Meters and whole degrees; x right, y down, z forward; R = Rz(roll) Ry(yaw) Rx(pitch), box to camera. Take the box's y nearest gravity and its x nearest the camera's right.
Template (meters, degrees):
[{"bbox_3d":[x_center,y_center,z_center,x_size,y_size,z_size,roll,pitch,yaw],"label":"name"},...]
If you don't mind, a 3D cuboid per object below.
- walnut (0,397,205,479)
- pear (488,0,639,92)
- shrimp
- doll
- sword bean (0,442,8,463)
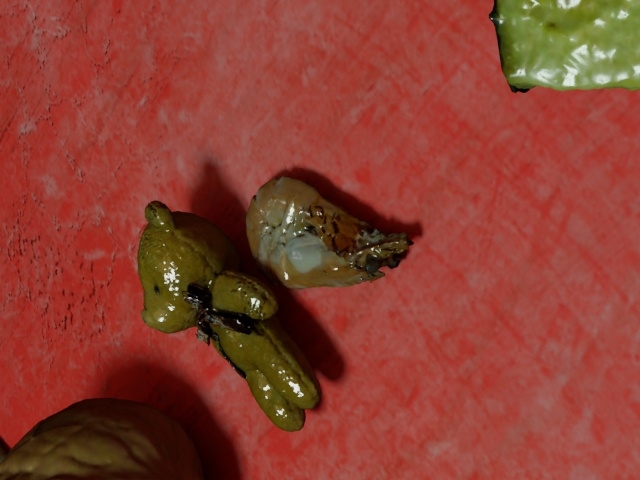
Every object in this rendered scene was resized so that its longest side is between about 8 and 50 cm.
[{"bbox_3d":[-0.191,0.249,1.484,0.228,0.228,0.228,23,123,41],"label":"walnut"},{"bbox_3d":[0.224,-0.191,0.854,0.255,0.164,0.238,8,102,41],"label":"pear"},{"bbox_3d":[0.000,0.000,1.279,0.184,0.043,0.091,11,111,47],"label":"shrimp"},{"bbox_3d":[-0.081,0.067,1.353,0.209,0.097,0.137,51,162,18],"label":"doll"},{"bbox_3d":[-0.283,0.271,1.728,0.269,0.038,0.043,30,133,39],"label":"sword bean"}]
